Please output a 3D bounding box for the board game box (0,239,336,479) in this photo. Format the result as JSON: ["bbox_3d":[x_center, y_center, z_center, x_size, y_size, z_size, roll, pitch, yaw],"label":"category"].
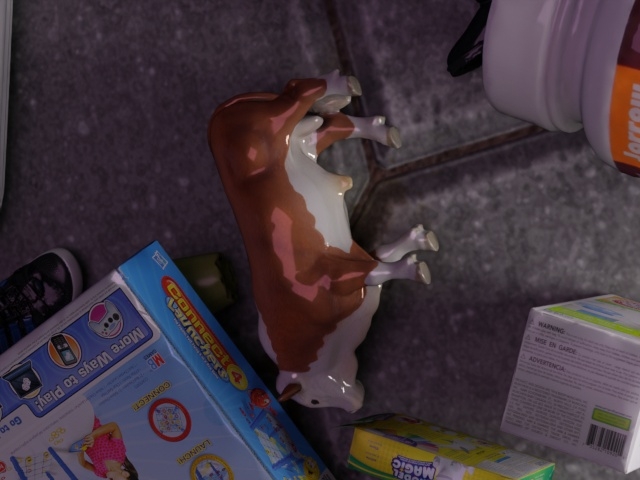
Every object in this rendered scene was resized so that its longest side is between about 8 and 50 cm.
[{"bbox_3d":[-0.182,0.208,1.850,0.308,0.086,0.302,-35,93,28],"label":"board game box"}]

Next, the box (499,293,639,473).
[{"bbox_3d":[0.242,0.112,1.630,0.114,0.203,0.103,18,100,26],"label":"box"}]

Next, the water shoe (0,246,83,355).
[{"bbox_3d":[-0.315,0.085,1.963,0.203,0.080,0.073,-42,76,21],"label":"water shoe"}]

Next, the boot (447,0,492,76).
[{"bbox_3d":[0.139,-0.215,1.749,0.121,0.045,0.099,-37,80,15],"label":"boot"}]

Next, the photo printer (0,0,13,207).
[{"bbox_3d":[-0.430,-0.144,1.990,0.256,0.107,0.307,5,96,25],"label":"photo printer"}]

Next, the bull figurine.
[{"bbox_3d":[0.000,0.000,1.799,0.188,0.101,0.310,-23,85,21],"label":"bull figurine"}]

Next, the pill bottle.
[{"bbox_3d":[0.341,-0.136,1.557,0.392,0.224,0.224,19,101,23],"label":"pill bottle"}]

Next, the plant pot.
[{"bbox_3d":[-0.122,0.046,1.876,0.079,0.083,0.083,-18,85,14],"label":"plant pot"}]

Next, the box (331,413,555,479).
[{"bbox_3d":[0.104,0.194,1.755,0.179,0.105,0.043,18,100,24],"label":"box"}]
